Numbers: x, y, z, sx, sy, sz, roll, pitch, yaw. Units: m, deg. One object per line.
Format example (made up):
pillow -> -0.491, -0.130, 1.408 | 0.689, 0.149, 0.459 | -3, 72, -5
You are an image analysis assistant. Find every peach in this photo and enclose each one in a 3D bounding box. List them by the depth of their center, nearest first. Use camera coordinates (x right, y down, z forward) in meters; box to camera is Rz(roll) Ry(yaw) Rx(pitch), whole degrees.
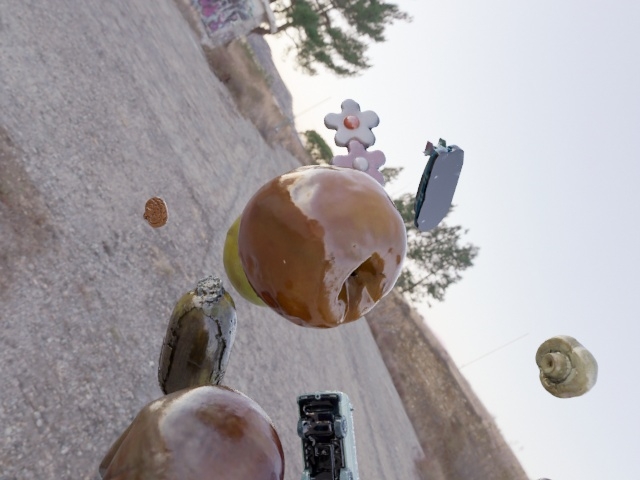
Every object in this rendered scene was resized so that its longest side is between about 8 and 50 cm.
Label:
peach -> 0.000, 0.000, 1.102 | 0.302, 0.343, 0.342 | 44, -11, 42
peach -> -0.172, 0.053, 1.767 | 0.315, 0.314, 0.281 | 52, 30, 18

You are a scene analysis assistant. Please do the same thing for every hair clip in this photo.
hair clip -> 0.084, -0.228, 1.288 | 0.075, 0.146, 0.257 | 116, -29, -57

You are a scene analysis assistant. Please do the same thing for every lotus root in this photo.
lotus root -> -0.347, 0.291, 1.514 | 0.179, 0.196, 0.397 | -111, -146, -71

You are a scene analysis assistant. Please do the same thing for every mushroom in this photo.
mushroom -> 0.556, 0.287, 1.205 | 0.112, 0.148, 0.148 | 15, 21, -19

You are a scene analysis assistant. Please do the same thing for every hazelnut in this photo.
hazelnut -> -0.286, 0.509, 1.167 | 0.359, 0.409, 0.359 | 35, -42, 38

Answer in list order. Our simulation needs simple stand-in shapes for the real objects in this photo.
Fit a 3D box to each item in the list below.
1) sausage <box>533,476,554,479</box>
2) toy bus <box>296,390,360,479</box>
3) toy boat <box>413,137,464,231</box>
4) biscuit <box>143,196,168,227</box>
sausage -> 0.467, 0.702, 1.379 | 0.094, 0.349, 0.097 | 83, -7, -61
toy bus -> 0.025, 0.540, 1.418 | 0.165, 0.134, 0.276 | 25, 59, -70
toy boat -> 0.348, -0.170, 1.665 | 0.092, 0.134, 0.298 | 45, -41, 38
biscuit -> -0.488, -0.082, 1.565 | 0.015, 0.078, 0.091 | 25, 45, -79
